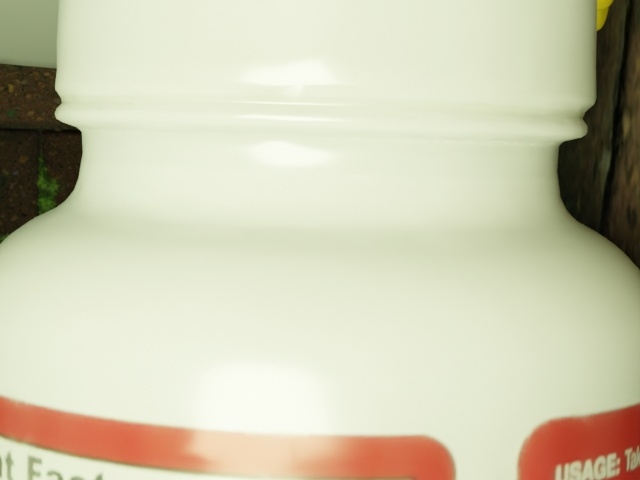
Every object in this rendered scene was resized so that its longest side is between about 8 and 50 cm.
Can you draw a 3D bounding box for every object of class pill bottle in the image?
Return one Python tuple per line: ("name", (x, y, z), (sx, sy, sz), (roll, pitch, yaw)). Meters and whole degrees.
("pill bottle", (-0.004, 0.115, 0.459), (0.229, 0.229, 0.408), (-138, 50, -84))

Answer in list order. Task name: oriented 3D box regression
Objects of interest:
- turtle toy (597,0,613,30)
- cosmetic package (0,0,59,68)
("turtle toy", (0.077, -0.141, 0.523), (0.130, 0.066, 0.095), (-95, 8, -53))
("cosmetic package", (-0.139, -0.378, 1.216), (0.327, 0.329, 0.394), (124, 150, -74))
